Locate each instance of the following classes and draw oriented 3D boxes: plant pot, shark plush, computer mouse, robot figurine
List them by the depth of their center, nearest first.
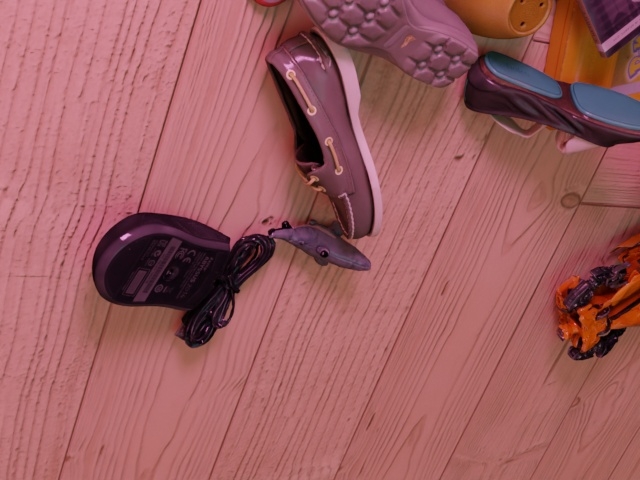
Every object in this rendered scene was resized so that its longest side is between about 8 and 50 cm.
[{"bbox_3d":[0.233,-0.305,1.352,0.134,0.095,0.134,-17,131,-21],"label":"plant pot"},{"bbox_3d":[-0.193,0.032,1.364,0.188,0.072,0.272,-53,146,10],"label":"computer mouse"},{"bbox_3d":[0.000,0.000,1.458,0.073,0.067,0.161,-49,135,9],"label":"shark plush"},{"bbox_3d":[0.516,0.084,1.849,0.291,0.085,0.211,-28,134,-12],"label":"robot figurine"}]

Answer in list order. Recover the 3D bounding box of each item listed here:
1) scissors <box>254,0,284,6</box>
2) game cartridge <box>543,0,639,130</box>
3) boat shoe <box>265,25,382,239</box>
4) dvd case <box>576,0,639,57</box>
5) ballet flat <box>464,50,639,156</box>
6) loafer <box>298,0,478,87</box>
[{"bbox_3d":[0.032,-0.362,1.229,0.297,0.021,0.109,-29,133,-9],"label":"scissors"},{"bbox_3d":[0.468,-0.312,1.532,0.324,0.052,0.285,-16,131,-23],"label":"game cartridge"},{"bbox_3d":[0.006,-0.119,1.345,0.091,0.109,0.305,-25,128,-14],"label":"boat shoe"},{"bbox_3d":[0.380,-0.371,1.387,0.164,0.018,0.221,-38,115,-13],"label":"dvd case"},{"bbox_3d":[0.322,-0.176,1.476,0.280,0.095,0.096,19,132,-9],"label":"ballet flat"},{"bbox_3d":[0.065,-0.275,1.248,0.112,0.111,0.319,-38,145,21],"label":"loafer"}]
